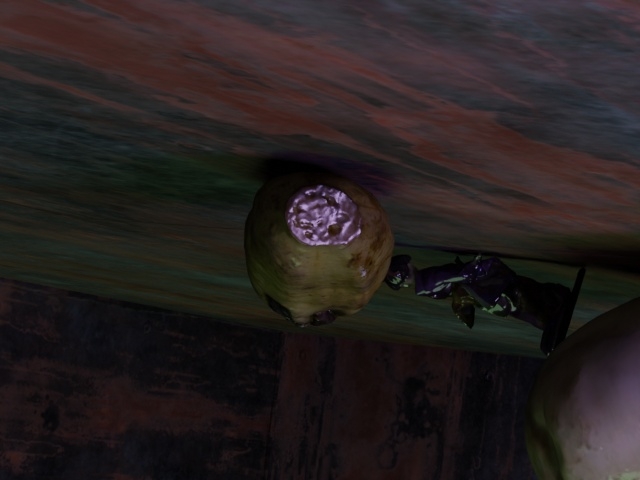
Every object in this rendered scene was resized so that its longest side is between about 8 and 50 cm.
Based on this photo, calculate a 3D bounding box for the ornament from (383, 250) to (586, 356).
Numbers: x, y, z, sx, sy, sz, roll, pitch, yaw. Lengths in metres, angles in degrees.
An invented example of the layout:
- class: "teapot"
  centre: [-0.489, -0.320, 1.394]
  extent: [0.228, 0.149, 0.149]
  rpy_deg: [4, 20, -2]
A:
- class: "ornament"
  centre: [0.149, 0.043, 1.814]
  extent: [0.203, 0.088, 0.081]
  rpy_deg: [19, -158, 16]

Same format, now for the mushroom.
- class: "mushroom"
  centre: [0.365, 0.157, 1.696]
  extent: [0.356, 0.315, 0.315]
  rpy_deg: [21, 174, -3]

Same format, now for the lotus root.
- class: "lotus root"
  centre: [0.000, 0.000, 1.385]
  extent: [0.110, 0.097, 0.258]
  rpy_deg: [0, 168, -4]
